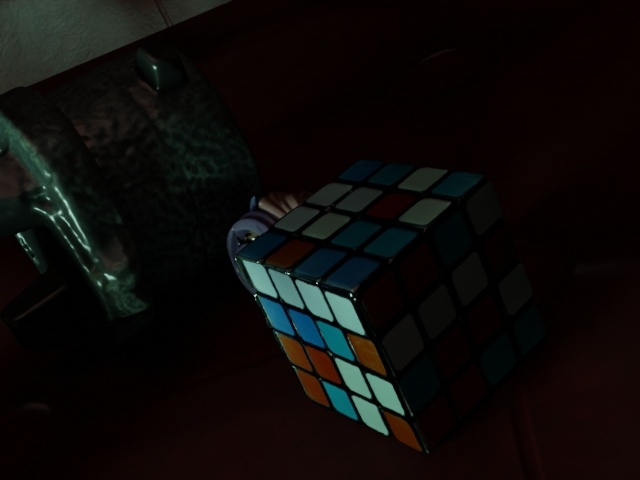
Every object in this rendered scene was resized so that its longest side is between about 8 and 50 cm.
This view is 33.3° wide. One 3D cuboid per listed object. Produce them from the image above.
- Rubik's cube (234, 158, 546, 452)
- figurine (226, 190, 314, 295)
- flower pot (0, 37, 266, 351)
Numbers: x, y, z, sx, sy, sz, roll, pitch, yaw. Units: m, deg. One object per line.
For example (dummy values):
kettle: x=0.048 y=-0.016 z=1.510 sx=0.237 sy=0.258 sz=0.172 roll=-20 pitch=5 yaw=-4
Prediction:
Rubik's cube: x=0.055 y=0.042 z=0.829 sx=0.151 sy=0.155 sz=0.154 roll=-40 pitch=31 yaw=-25
figurine: x=-0.002 y=-0.004 z=1.009 sx=0.157 sy=0.114 sz=0.126 roll=-30 pitch=62 yaw=-18
flower pot: x=-0.221 y=-0.034 z=1.073 sx=0.282 sy=0.299 sz=0.299 roll=-30 pitch=27 yaw=-23
